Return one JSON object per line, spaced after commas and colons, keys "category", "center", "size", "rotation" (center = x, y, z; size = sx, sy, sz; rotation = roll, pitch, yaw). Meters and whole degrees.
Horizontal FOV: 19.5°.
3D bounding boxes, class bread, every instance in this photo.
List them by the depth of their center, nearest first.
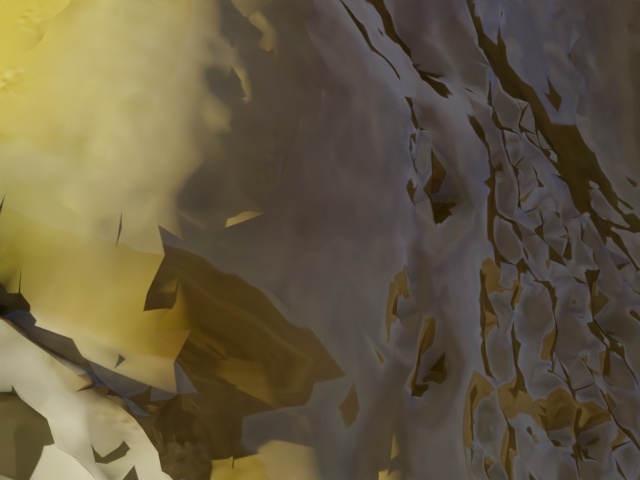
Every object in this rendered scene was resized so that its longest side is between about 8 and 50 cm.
{"category": "bread", "center": [0.000, 0.000, 0.558], "size": [0.361, 0.394, 0.250], "rotation": [37, -48, -26]}
